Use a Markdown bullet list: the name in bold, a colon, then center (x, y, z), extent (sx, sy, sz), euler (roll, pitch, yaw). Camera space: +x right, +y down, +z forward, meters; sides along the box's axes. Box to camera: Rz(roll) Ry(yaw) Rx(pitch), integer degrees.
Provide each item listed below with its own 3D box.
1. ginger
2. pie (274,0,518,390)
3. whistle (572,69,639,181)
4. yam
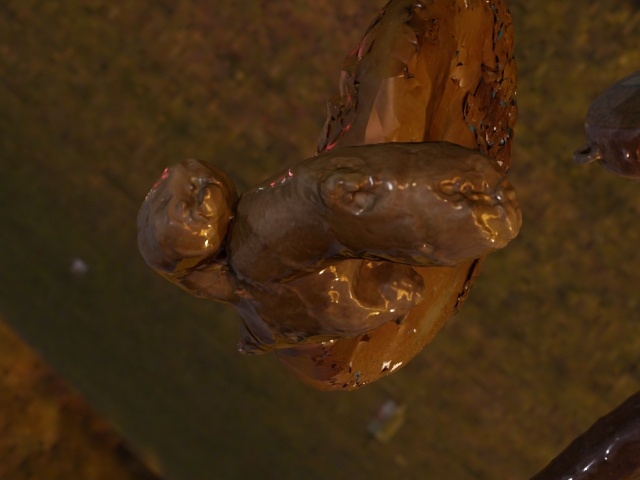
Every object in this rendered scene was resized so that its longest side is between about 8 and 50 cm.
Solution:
- **ginger**: center (0.011, 0.003, 0.815), extent (0.214, 0.059, 0.133), euler (-10, 146, 42)
- **pie**: center (0.047, -0.033, 1.078), extent (0.069, 0.273, 0.273), euler (24, 162, 17)
- **whistle**: center (0.266, -0.098, 1.307), extent (0.057, 0.220, 0.107), euler (64, 172, -23)
- **yam**: center (0.153, 0.112, 1.027), extent (0.045, 0.327, 0.045), euler (36, -159, -35)
